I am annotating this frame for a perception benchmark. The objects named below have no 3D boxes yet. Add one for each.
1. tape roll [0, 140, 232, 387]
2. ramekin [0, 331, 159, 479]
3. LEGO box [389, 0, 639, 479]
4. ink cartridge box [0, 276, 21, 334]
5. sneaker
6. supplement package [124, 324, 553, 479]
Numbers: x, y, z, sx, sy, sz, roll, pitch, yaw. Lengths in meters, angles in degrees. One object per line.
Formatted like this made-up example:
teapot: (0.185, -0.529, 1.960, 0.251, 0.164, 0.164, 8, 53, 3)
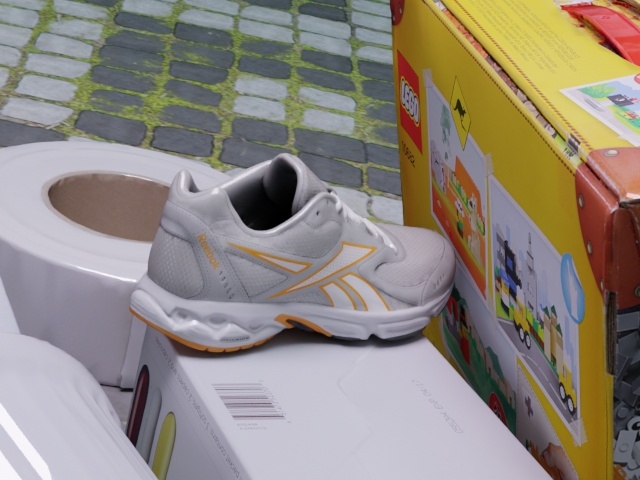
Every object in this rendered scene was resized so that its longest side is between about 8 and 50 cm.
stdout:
tape roll: (-0.170, 0.014, 1.375, 0.286, 0.100, 0.286, 12, 22, -5)
ramekin: (-0.177, 0.190, 0.752, 0.277, 0.277, 0.135, -10, 39, -43)
LEGO box: (0.206, 0.017, 1.142, 0.193, 0.372, 0.500, -9, 28, -9)
ink cartridge box: (-0.362, 0.003, 1.008, 0.308, 0.385, 0.091, -13, -10, -46)
sneaker: (0.000, 0.000, 1.099, 0.262, 0.121, 0.099, -6, 28, -40)
supplement package: (0.006, 0.168, 1.051, 0.204, 0.145, 0.262, 2, 24, -25)
